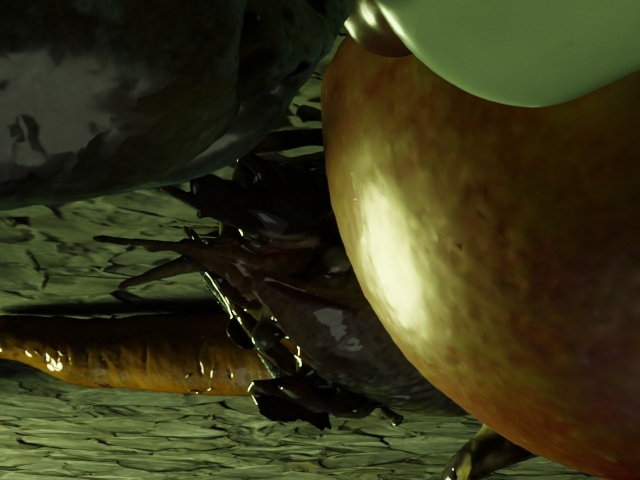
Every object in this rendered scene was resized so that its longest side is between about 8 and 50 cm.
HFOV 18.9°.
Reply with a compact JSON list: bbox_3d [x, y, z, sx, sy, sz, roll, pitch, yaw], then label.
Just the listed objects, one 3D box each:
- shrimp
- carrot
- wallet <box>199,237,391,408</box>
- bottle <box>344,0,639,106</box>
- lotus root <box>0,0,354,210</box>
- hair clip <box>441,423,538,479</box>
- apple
[{"bbox_3d":[0.007,0.001,0.810,0.116,0.145,0.343,-33,157,19],"label":"shrimp"},{"bbox_3d":[-0.105,0.068,1.199,0.248,0.059,0.059,0,165,15],"label":"carrot"},{"bbox_3d":[0.007,0.043,0.990,0.111,0.030,0.166,11,-162,-25],"label":"wallet"},{"bbox_3d":[0.082,-0.099,0.479,0.104,0.104,0.245,11,161,-30],"label":"bottle"},{"bbox_3d":[-0.153,-0.088,0.502,0.322,0.140,0.158,7,-170,11],"label":"lotus root"},{"bbox_3d":[0.222,0.119,1.308,0.300,0.069,0.173,-4,168,-19],"label":"hair clip"},{"bbox_3d":[0.145,0.007,0.674,0.251,0.163,0.293,-28,148,36],"label":"apple"}]
